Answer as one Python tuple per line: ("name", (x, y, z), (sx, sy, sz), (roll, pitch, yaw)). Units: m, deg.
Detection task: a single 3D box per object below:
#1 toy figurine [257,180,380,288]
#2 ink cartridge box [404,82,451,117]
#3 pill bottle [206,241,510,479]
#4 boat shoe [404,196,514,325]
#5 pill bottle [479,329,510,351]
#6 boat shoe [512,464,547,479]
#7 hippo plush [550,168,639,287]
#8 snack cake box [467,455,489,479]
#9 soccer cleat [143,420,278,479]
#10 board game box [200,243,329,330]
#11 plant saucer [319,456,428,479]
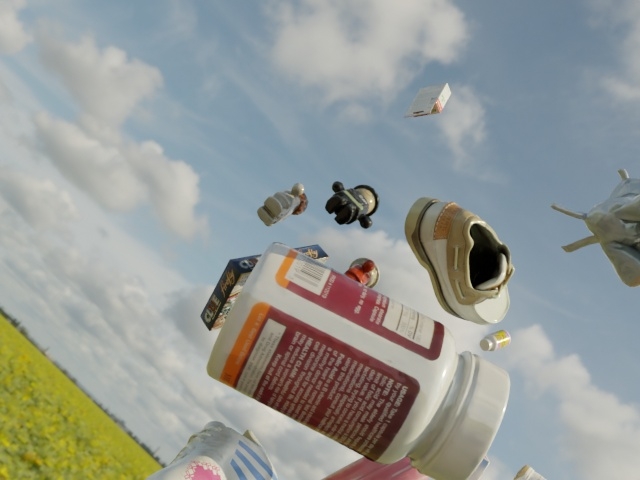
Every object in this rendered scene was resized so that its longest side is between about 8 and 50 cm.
("toy figurine", (0.000, 0.000, 1.355), (0.210, 0.148, 0.212), (0, -79, 23))
("ink cartridge box", (0.222, -0.280, 1.571), (0.063, 0.115, 0.029), (-4, -50, 35))
("pill bottle", (0.055, 0.183, 1.104), (0.392, 0.224, 0.224), (27, -21, 1))
("boat shoe", (0.235, 0.050, 1.160), (0.103, 0.113, 0.302), (16, -20, 42))
("pill bottle", (0.436, 0.253, 1.901), (0.043, 0.083, 0.043), (14, -71, 47))
("boat shoe", (0.446, 0.647, 1.728), (0.096, 0.098, 0.277), (29, -64, 26))
("hippo plush", (0.738, -0.038, 1.768), (0.294, 0.237, 0.234), (-9, -74, 36))
("snack cake box", (0.231, 0.433, 1.664), (0.264, 0.089, 0.152), (33, -4, 11))
("soccer cleat", (-0.171, 0.327, 1.082), (0.143, 0.116, 0.331), (67, 13, 24))
("board game box", (-0.112, 0.093, 1.545), (0.042, 0.243, 0.165), (49, -54, 27))
("plant saucer", (0.113, 0.438, 1.418), (0.084, 0.332, 0.332), (62, -15, 17))
